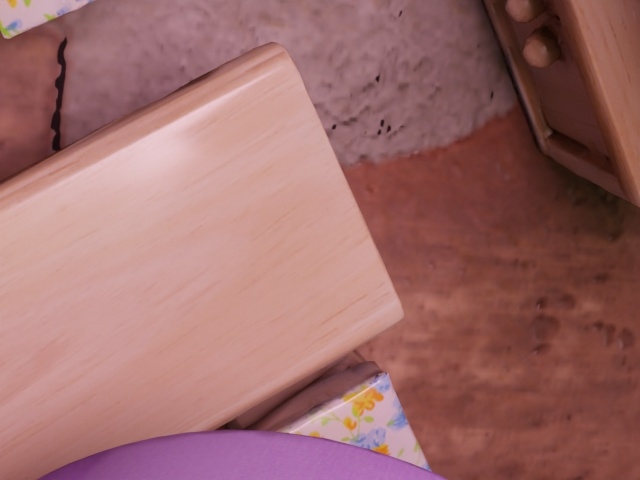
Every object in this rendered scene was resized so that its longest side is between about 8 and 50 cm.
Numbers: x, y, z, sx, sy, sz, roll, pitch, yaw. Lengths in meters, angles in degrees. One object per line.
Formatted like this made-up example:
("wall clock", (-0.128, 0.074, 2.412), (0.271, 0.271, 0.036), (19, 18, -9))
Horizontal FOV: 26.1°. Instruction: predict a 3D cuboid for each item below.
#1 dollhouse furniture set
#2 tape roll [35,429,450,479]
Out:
("dollhouse furniture set", (0.000, 0.000, 0.461), (0.394, 0.256, 0.362), (-29, 114, -9))
("tape roll", (-0.022, 0.197, 0.390), (0.274, 0.090, 0.275), (3, 105, 12))
